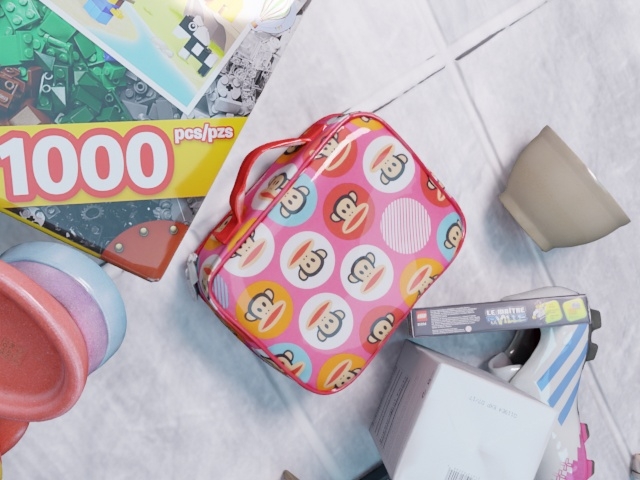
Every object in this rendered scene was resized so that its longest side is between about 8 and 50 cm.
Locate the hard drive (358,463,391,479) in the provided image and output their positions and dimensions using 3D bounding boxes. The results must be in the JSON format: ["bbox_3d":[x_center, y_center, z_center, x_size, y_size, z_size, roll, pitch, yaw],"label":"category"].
[{"bbox_3d":[0.105,0.343,0.966,0.094,0.135,0.022,-29,134,-17],"label":"hard drive"}]

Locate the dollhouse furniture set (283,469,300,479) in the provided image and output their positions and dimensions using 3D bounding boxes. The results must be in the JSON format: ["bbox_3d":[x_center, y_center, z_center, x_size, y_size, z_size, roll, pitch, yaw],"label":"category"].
[{"bbox_3d":[-0.039,0.453,0.944,0.259,0.135,0.262,41,80,-11],"label":"dollhouse furniture set"}]

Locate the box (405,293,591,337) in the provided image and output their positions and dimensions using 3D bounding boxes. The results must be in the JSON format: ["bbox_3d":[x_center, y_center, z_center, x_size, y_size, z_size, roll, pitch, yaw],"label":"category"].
[{"bbox_3d":[0.211,0.094,0.942,0.207,0.114,0.036,-5,83,3],"label":"box"}]

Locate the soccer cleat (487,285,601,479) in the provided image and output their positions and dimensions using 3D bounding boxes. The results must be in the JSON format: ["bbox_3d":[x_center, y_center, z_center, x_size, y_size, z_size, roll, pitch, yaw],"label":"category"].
[{"bbox_3d":[0.291,0.225,1.051,0.143,0.116,0.331,2,93,-12],"label":"soccer cleat"}]

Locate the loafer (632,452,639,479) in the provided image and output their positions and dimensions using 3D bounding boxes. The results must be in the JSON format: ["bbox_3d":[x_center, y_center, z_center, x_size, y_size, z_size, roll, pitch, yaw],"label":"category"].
[{"bbox_3d":[0.546,0.347,1.207,0.125,0.045,0.039,-5,93,-20],"label":"loafer"}]

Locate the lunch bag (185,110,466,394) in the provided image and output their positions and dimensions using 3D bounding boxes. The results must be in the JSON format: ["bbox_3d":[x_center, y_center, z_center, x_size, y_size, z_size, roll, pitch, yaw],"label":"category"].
[{"bbox_3d":[0.000,0.000,0.876,0.293,0.120,0.258,-48,112,-10],"label":"lunch bag"}]

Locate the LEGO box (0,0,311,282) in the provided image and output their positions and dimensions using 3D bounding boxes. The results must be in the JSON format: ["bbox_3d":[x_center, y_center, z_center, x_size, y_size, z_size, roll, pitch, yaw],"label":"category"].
[{"bbox_3d":[-0.291,-0.243,0.674,0.500,0.193,0.372,29,86,-24],"label":"LEGO box"}]

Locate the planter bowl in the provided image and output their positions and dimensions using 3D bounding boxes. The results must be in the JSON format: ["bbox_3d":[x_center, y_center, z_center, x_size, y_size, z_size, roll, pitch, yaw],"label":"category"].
[{"bbox_3d":[0.303,-0.053,0.993,0.109,0.162,0.162,-41,114,16],"label":"planter bowl"}]

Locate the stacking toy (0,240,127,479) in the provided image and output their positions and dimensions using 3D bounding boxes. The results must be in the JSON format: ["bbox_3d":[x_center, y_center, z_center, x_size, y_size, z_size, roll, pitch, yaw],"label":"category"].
[{"bbox_3d":[-0.337,0.076,0.686,0.279,0.130,0.309,42,118,-10],"label":"stacking toy"}]

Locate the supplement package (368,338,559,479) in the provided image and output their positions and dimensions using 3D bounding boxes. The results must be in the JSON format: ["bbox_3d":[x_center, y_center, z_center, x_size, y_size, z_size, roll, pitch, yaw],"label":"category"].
[{"bbox_3d":[0.152,0.211,0.889,0.139,0.244,0.133,23,88,-1],"label":"supplement package"}]
